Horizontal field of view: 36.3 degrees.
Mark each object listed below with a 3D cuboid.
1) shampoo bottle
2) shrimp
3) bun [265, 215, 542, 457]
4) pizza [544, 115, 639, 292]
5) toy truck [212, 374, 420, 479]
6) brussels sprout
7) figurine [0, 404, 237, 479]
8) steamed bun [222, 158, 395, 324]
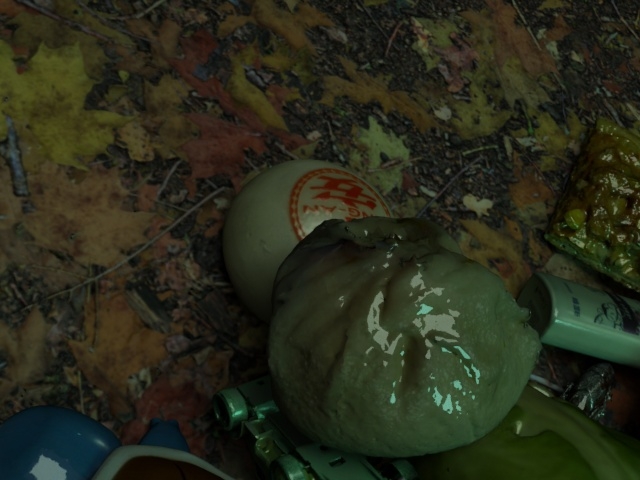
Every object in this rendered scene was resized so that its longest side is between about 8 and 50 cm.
[{"bbox_3d":[0.450,0.128,1.365,0.359,0.078,0.134,16,27,-16],"label":"shampoo bottle"},{"bbox_3d":[0.345,0.219,1.292,0.056,0.065,0.165,28,56,30],"label":"shrimp"},{"bbox_3d":[0.063,0.079,0.997,0.281,0.281,0.204,-31,121,-33],"label":"bun"},{"bbox_3d":[0.492,-0.048,1.454,0.258,0.087,0.268,27,54,3],"label":"pizza"},{"bbox_3d":[-0.016,0.249,1.047,0.128,0.135,0.259,-16,40,-31],"label":"toy truck"},{"bbox_3d":[0.250,0.328,1.016,0.276,0.315,0.371,-23,83,-20],"label":"brussels sprout"},{"bbox_3d":[-0.148,0.324,0.947,0.416,0.243,0.298,25,64,14],"label":"figurine"},{"bbox_3d":[0.000,0.000,1.195,0.232,0.145,0.232,10,61,-19],"label":"steamed bun"}]
